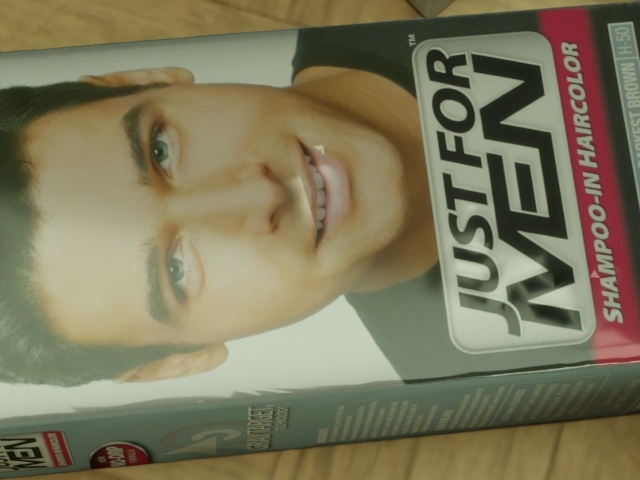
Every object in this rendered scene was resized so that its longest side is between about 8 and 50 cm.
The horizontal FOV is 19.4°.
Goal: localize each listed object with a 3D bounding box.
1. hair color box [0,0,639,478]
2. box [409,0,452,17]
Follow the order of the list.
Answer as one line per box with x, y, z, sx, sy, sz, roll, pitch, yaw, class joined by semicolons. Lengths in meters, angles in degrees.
0.000;0.000;0.920;0.375;0.113;0.185;-5;72;-4;hair color box
0.053;-0.233;1.015;0.130;0.091;0.170;-38;77;-14;box
